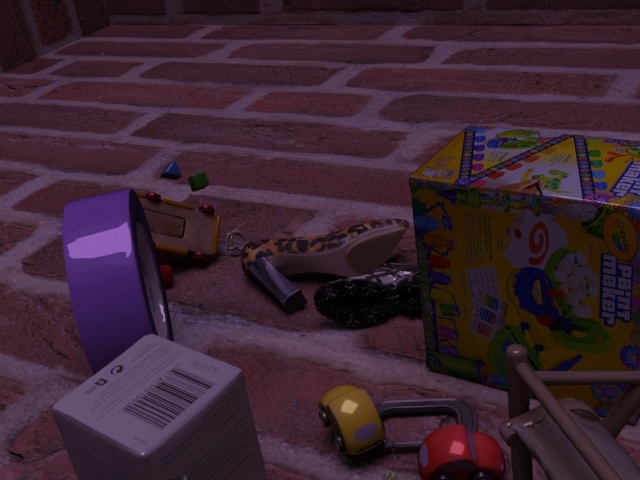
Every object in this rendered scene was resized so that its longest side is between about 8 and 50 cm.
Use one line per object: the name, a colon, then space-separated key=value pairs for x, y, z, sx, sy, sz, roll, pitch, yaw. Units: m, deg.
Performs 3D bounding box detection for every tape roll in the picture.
tape roll: x=-0.272 y=0.070 z=1.172 sx=0.090 sy=0.275 sz=0.275 roll=-12 pitch=29 yaw=-6

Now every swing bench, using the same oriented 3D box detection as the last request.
swing bench: x=0.244 y=0.256 z=0.687 sx=0.165 sy=0.255 sz=0.253 roll=3 pitch=25 yaw=-16

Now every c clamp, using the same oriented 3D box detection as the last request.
c clamp: x=0.128 y=0.231 z=1.026 sx=0.160 sy=0.022 sz=0.137 roll=-2 pitch=30 yaw=13

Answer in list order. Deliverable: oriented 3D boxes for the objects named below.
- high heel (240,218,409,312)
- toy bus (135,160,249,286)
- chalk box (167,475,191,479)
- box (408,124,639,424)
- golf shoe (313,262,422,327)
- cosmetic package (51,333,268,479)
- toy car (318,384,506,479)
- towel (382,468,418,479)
high heel: x=0.000 y=0.000 z=1.403 sx=0.261 sy=0.093 sz=0.186 roll=-30 pitch=40 yaw=-17
toy bus: x=-0.262 y=-0.015 z=1.498 sx=0.191 sy=0.202 sz=0.104 roll=-37 pitch=8 yaw=-30
chalk box: x=-0.151 y=0.354 z=0.616 sx=0.180 sy=0.179 sz=0.289 roll=-20 pitch=34 yaw=25
box: x=0.282 y=0.032 z=1.062 sx=0.279 sy=0.290 sz=0.177 roll=12 pitch=34 yaw=33
golf shoe: x=0.086 y=0.077 z=1.279 sx=0.198 sy=0.077 sz=0.094 roll=-4 pitch=17 yaw=-4
cosmetic package: x=-0.171 y=0.232 z=0.943 sx=0.151 sy=0.184 sz=0.151 roll=15 pitch=36 yaw=35
toy car: x=0.060 y=0.259 z=0.938 sx=0.239 sy=0.053 sz=0.225 roll=16 pitch=44 yaw=28
towel: x=0.093 y=0.307 z=0.842 sx=0.110 sy=0.027 sz=0.148 roll=19 pitch=50 yaw=11
